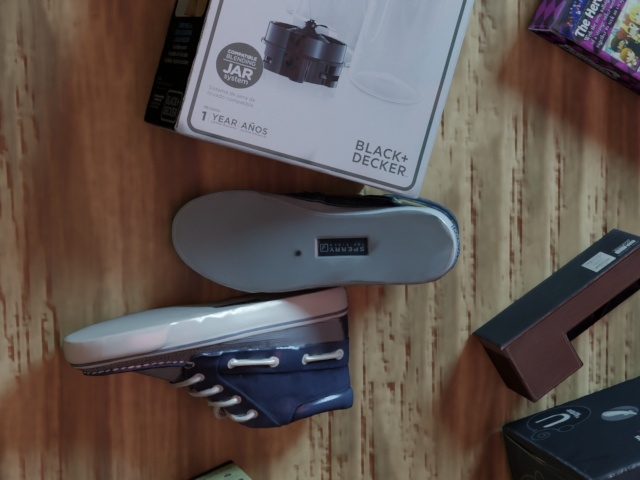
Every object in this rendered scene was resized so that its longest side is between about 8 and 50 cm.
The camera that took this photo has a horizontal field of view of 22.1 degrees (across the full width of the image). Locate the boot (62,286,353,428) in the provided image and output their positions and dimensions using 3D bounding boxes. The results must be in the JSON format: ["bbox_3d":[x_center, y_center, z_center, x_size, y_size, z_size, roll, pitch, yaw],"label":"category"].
[{"bbox_3d":[-0.066,0.084,1.041,0.190,0.069,0.086,-9,98,-19],"label":"boot"}]

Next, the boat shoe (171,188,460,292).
[{"bbox_3d":[0.000,0.000,1.061,0.183,0.083,0.065,4,97,8],"label":"boat shoe"}]

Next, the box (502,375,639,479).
[{"bbox_3d":[0.286,0.176,1.137,0.270,0.143,0.165,-17,104,-16],"label":"box"}]

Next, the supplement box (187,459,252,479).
[{"bbox_3d":[-0.057,0.199,1.054,0.056,0.083,0.083,-24,105,-15],"label":"supplement box"}]

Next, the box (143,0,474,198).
[{"bbox_3d":[0.013,-0.188,1.021,0.169,0.087,0.290,14,94,-20],"label":"box"}]

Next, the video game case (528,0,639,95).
[{"bbox_3d":[0.283,-0.198,1.136,0.210,0.042,0.232,27,88,-21],"label":"video game case"}]

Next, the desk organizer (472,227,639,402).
[{"bbox_3d":[0.176,0.051,1.134,0.130,0.047,0.050,-35,110,-11],"label":"desk organizer"}]
